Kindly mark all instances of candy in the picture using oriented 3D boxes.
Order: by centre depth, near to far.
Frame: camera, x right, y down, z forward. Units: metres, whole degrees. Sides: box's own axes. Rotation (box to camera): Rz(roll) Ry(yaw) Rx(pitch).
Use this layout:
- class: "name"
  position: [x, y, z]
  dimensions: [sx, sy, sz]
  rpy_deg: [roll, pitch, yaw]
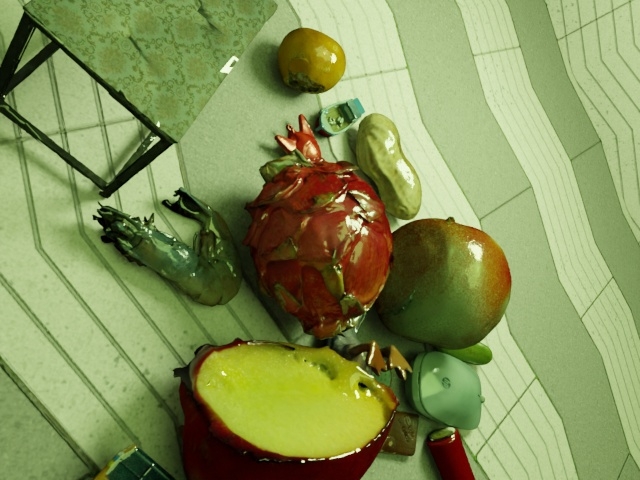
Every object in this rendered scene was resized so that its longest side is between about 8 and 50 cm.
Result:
- class: "candy"
  position: [0.108, 0.288, 1.085]
  dimensions: [0.103, 0.043, 0.103]
  rpy_deg: [16, 65, -37]

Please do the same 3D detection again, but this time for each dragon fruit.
- class: "dragon fruit"
  position: [0.000, 0.000, 0.936]
  dimensions: [0.277, 0.277, 0.343]
  rpy_deg: [-24, 91, -42]

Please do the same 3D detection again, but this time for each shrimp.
- class: "shrimp"
  position: [-0.237, -0.010, 0.873]
  dimensions: [0.289, 0.075, 0.178]
  rpy_deg: [36, 48, -25]

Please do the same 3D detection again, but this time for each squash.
- class: "squash"
  position: [0.344, 0.265, 1.273]
  dimensions: [0.252, 0.066, 0.066]
  rpy_deg: [24, 62, -34]

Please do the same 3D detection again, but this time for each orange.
- class: "orange"
  position: [-0.022, -0.393, 1.124]
  dimensions: [0.154, 0.154, 0.134]
  rpy_deg: [8, 113, -38]

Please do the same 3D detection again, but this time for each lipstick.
- class: "lipstick"
  position: [0.318, 0.550, 1.156]
  dimensions: [0.080, 0.080, 0.241]
  rpy_deg: [-21, 90, -42]

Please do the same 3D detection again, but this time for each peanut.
- class: "peanut"
  position: [0.164, -0.173, 1.229]
  dimensions: [0.125, 0.111, 0.275]
  rpy_deg: [-32, 98, -37]

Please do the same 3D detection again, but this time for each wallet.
- class: "wallet"
  position: [0.145, 0.407, 1.089]
  dimensions: [0.176, 0.026, 0.095]
  rpy_deg: [24, 65, -32]

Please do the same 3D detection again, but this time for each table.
- class: "table"
  position: [-0.283, -0.285, 0.780]
  dimensions: [0.222, 0.272, 0.335]
  rpy_deg: [42, 53, -24]

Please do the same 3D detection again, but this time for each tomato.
- class: "tomato"
  position: [0.255, 0.105, 1.102]
  dimensions: [0.303, 0.303, 0.239]
  rpy_deg: [38, 54, -25]

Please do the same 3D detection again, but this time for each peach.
- class: "peach"
  position: [-0.056, 0.305, 0.809]
  dimensions: [0.361, 0.201, 0.258]
  rpy_deg: [4, 31, -22]

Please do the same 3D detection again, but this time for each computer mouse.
- class: "computer mouse"
  position: [0.315, 0.355, 1.203]
  dimensions: [0.288, 0.097, 0.160]
  rpy_deg: [26, 59, -31]

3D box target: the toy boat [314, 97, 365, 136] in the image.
- class: "toy boat"
  position: [0.045, -0.291, 1.199]
  dimensions: [0.173, 0.058, 0.069]
  rpy_deg: [-37, 101, -40]

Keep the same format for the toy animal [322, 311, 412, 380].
- class: "toy animal"
  position: [0.064, 0.251, 0.977]
  dimensions: [0.122, 0.185, 0.298]
  rpy_deg: [15, 41, -34]

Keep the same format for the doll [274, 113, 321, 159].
- class: "doll"
  position: [-0.023, -0.183, 1.109]
  dimensions: [0.169, 0.057, 0.109]
  rpy_deg: [51, 49, -15]

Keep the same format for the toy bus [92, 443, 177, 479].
- class: "toy bus"
  position: [-0.205, 0.419, 0.661]
  dimensions: [0.275, 0.139, 0.167]
  rpy_deg: [38, 48, 7]
